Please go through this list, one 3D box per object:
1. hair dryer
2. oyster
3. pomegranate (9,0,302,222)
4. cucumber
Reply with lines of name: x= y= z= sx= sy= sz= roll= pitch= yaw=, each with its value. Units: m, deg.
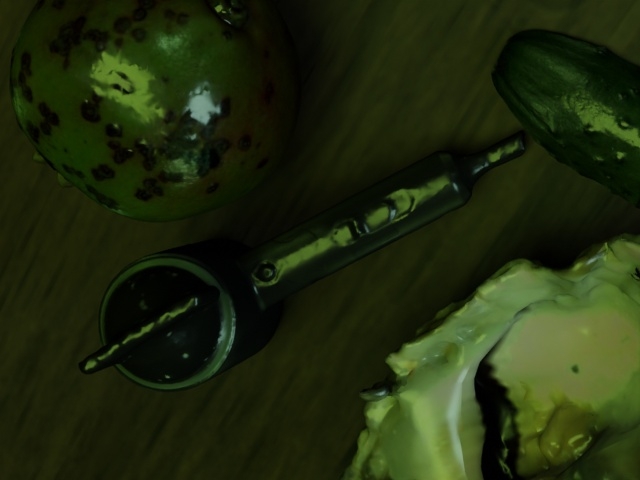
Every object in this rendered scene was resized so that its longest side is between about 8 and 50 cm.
hair dryer: x=0.000 y=0.000 z=0.772 sx=0.248 sy=0.195 sz=0.078 roll=-30 pitch=89 yaw=7
oyster: x=0.135 y=0.106 z=0.769 sx=0.354 sy=0.107 sz=0.201 roll=-21 pitch=87 yaw=37
pomegranate: x=-0.101 y=-0.081 z=0.791 sx=0.159 sy=0.159 sz=0.205 roll=53 pitch=144 yaw=-2
cucumber: x=0.137 y=-0.068 z=0.754 sx=0.107 sy=0.035 sz=0.067 roll=32 pitch=119 yaw=11
